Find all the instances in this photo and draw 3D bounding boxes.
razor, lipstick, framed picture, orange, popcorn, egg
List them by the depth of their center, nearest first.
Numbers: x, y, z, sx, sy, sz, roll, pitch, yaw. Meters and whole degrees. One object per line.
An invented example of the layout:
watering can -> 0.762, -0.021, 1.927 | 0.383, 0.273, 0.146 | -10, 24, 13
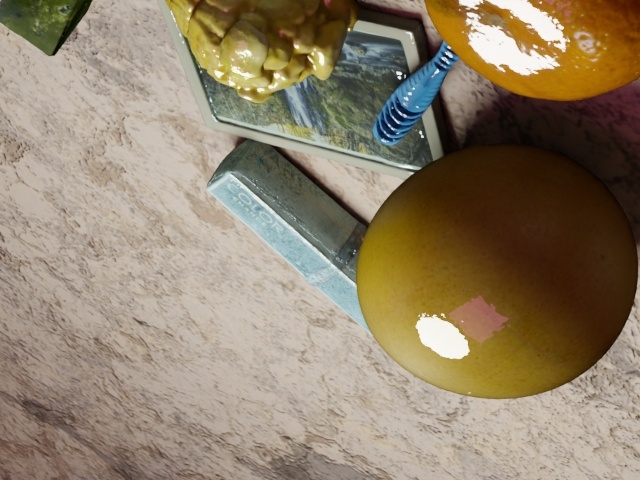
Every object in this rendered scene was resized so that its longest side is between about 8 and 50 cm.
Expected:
orange -> 0.189, -0.224, 1.475 | 0.240, 0.171, 0.240 | 26, 154, 14
razor -> 0.109, -0.165, 1.738 | 0.082, 0.042, 0.253 | 30, 145, -7
popcorn -> -0.069, -0.215, 1.742 | 0.194, 0.163, 0.140 | 30, 151, 4
egg -> 0.167, 0.033, 1.792 | 0.250, 0.250, 0.322 | 43, 155, -16
framed picture -> -0.017, -0.170, 1.904 | 0.324, 0.020, 0.240 | 16, 147, 27
lipstick -> 0.000, 0.000, 2.077 | 0.289, 0.076, 0.077 | 40, 151, -12

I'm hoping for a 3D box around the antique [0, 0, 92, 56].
antique -> -0.271, -0.290, 1.915 | 0.080, 0.081, 0.221 | 34, 150, -5
